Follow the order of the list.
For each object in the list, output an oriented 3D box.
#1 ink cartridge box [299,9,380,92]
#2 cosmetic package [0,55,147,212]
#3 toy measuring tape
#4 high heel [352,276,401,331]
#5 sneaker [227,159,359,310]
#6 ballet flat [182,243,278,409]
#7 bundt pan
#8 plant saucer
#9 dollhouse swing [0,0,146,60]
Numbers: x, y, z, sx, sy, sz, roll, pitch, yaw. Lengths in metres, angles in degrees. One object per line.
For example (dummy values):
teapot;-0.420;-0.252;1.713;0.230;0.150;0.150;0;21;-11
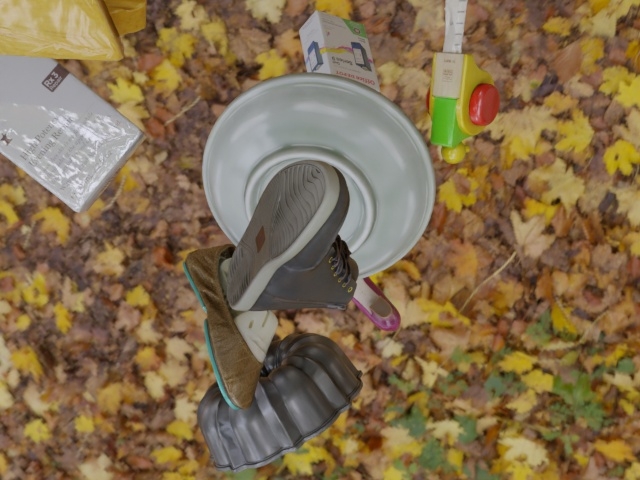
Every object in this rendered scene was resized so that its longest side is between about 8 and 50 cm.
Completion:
ink cartridge box;0.046;-0.446;1.935;0.093;0.154;0.212;-36;55;48
cosmetic package;-0.315;-0.146;0.845;0.231;0.085;0.117;38;87;-9
toy measuring tape;0.239;-0.290;1.270;0.121;0.121;0.330;10;107;23
high heel;0.096;0.113;1.807;0.244;0.082;0.117;41;171;28
sneaker;0.000;0.000;0.728;0.222;0.118;0.083;132;137;-53
ballet flat;-0.144;0.126;1.341;0.124;0.342;0.116;-29;135;3
bundt pan;-0.091;0.282;1.465;0.331;0.331;0.124;-23;101;34
plant saucer;-0.012;-0.073;1.292;0.400;0.100;0.400;5;124;7
dollhouse swing;-0.308;-0.380;0.668;0.315;0.347;0.305;1;130;-13
